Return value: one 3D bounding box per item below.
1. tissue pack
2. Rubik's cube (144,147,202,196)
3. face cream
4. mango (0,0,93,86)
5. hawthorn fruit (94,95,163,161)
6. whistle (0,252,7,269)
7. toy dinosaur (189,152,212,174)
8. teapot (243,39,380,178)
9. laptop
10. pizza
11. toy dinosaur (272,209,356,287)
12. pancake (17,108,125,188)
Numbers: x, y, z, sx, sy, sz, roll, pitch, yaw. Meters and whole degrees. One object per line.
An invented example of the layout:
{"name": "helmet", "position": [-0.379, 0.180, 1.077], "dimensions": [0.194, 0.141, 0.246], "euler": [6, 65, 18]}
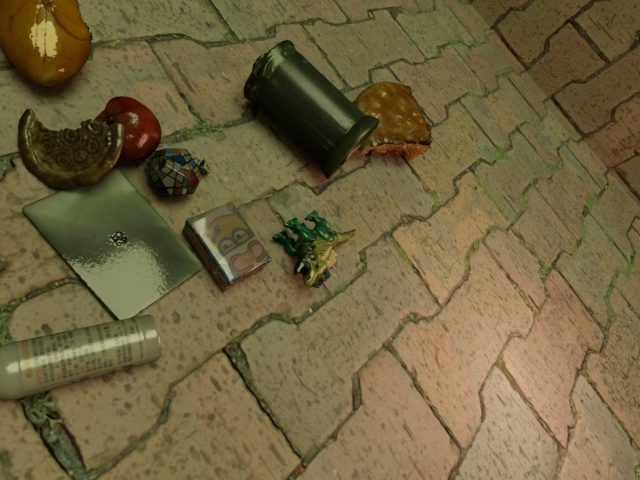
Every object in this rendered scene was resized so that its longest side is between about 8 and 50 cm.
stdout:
{"name": "tissue pack", "position": [-0.191, 0.011, 0.852], "dimensions": [0.115, 0.065, 0.155], "euler": [-30, 83, -38]}
{"name": "Rubik's cube", "position": [-0.299, -0.137, 0.849], "dimensions": [0.111, 0.111, 0.093], "euler": [23, 28, -20]}
{"name": "face cream", "position": [-0.384, 0.176, 0.621], "dimensions": [0.269, 0.082, 0.082], "euler": [-7, 68, -35]}
{"name": "mango", "position": [-0.548, -0.414, 0.829], "dimensions": [0.154, 0.126, 0.252], "euler": [4, 68, -44]}
{"name": "hawthorn fruit", "position": [-0.371, -0.216, 0.830], "dimensions": [0.140, 0.125, 0.125], "euler": [15, 56, -33]}
{"name": "whistle", "position": [-0.566, 0.088, 0.566], "dimensions": [0.126, 0.067, 0.258], "euler": [54, 44, -12]}
{"name": "toy dinosaur", "position": [-0.277, -0.169, 0.911], "dimensions": [0.083, 0.047, 0.030], "euler": [20, 56, -24]}
{"name": "teapot", "position": [-0.026, -0.354, 1.101], "dimensions": [0.337, 0.200, 0.270], "euler": [43, 26, -2]}
{"name": "laptop", "position": [-0.373, 0.000, 0.772], "dimensions": [0.269, 0.015, 0.187], "euler": [49, 49, 1]}
{"name": "pizza", "position": [0.225, -0.372, 1.310], "dimensions": [0.278, 0.114, 0.409], "euler": [33, 51, -11]}
{"name": "toy dinosaur", "position": [0.000, 0.000, 0.971], "dimensions": [0.153, 0.094, 0.259], "euler": [49, 41, 1]}
{"name": "pancake", "position": [-0.451, -0.182, 0.758], "dimensions": [0.190, 0.020, 0.184], "euler": [-28, 84, -4]}
